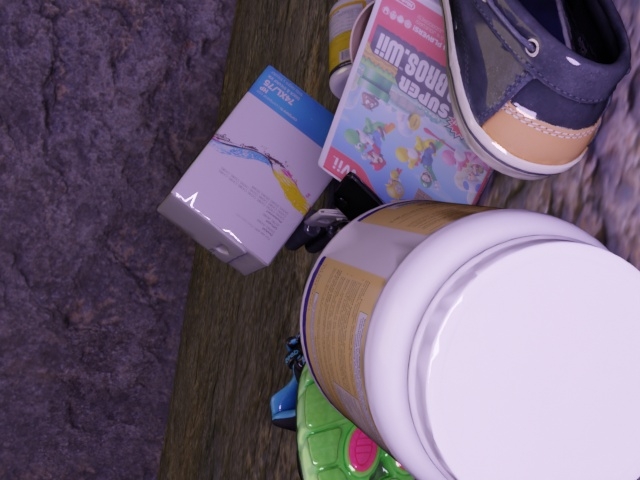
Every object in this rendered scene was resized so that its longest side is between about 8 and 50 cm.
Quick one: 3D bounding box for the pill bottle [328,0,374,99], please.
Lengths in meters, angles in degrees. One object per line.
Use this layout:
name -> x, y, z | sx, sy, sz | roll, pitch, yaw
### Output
pill bottle -> 0.064, -0.306, 1.606 | 0.103, 0.103, 0.184 | 125, 149, -61

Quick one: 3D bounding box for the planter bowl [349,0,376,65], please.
planter bowl -> 0.130, -0.231, 1.253 | 0.109, 0.162, 0.162 | -44, -18, -45

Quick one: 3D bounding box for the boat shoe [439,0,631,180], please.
boat shoe -> 0.183, -0.299, 1.030 | 0.156, 0.187, 0.500 | 126, 143, -52

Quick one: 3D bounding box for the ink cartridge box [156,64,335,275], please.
ink cartridge box -> -0.107, -0.108, 1.767 | 0.270, 0.197, 0.198 | -55, 9, -15

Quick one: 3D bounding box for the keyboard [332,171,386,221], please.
keyboard -> 0.094, -0.004, 1.293 | 0.038, 0.192, 0.100 | -42, -4, -32

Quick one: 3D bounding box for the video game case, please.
video game case -> 0.116, -0.139, 1.220 | 0.025, 0.204, 0.285 | -38, -22, -43

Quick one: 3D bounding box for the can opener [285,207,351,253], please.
can opener -> 0.000, 0.000, 1.759 | 0.283, 0.076, 0.095 | 146, 130, -72

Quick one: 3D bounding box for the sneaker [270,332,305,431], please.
sneaker -> 0.029, 0.149, 1.459 | 0.125, 0.140, 0.340 | -103, 26, -56

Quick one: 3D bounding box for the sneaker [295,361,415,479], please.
sneaker -> 0.035, 0.328, 1.275 | 0.202, 0.185, 0.482 | 131, 144, -58

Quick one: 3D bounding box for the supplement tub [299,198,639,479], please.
supplement tub -> 0.129, 0.088, 0.918 | 0.331, 0.241, 0.241 | -162, 79, -75
